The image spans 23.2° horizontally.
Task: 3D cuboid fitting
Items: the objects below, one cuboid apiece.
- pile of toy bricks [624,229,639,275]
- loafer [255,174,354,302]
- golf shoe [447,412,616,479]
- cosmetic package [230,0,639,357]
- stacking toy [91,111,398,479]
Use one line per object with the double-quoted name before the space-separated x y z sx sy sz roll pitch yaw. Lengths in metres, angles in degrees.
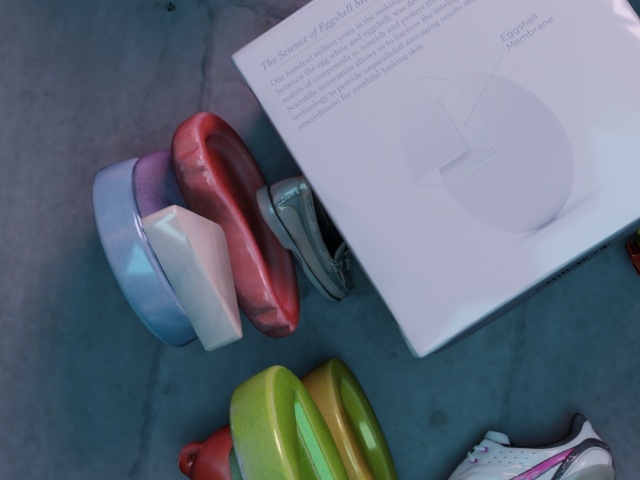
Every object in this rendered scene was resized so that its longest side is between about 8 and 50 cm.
"pile of toy bricks" 0.323 0.027 1.069 0.212 0.118 0.105 -3 129 -9
"loafer" 0.000 0.000 1.050 0.039 0.045 0.125 -26 139 12
"golf shoe" 0.117 0.182 1.100 0.186 0.067 0.086 -17 70 1
"cosmetic package" 0.103 -0.078 0.996 0.224 0.138 0.224 -33 83 8
"stacking toy" -0.073 0.089 0.981 0.130 0.279 0.309 -23 97 11
